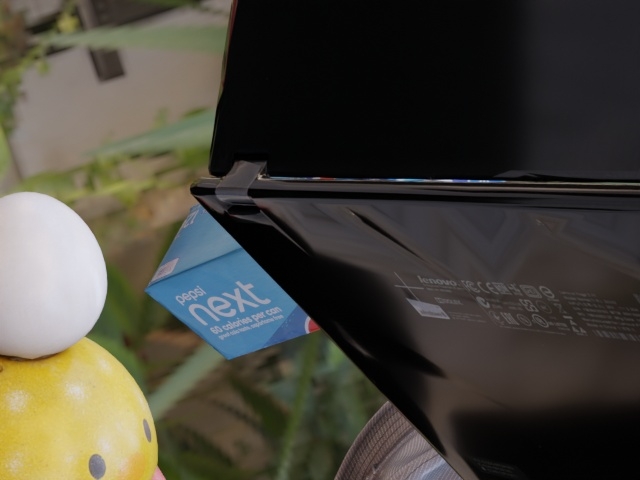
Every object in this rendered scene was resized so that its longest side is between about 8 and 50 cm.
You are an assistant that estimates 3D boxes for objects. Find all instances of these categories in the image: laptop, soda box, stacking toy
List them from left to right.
[{"bbox_3d":[-0.237,0.190,1.485,0.350,0.351,0.480,-119,-151,-59],"label":"stacking toy"},{"bbox_3d":[0.000,0.000,1.033,0.071,0.067,0.210,43,-37,-22],"label":"soda box"},{"bbox_3d":[0.140,-0.061,0.744,0.408,0.236,0.382,48,-20,-24],"label":"laptop"}]

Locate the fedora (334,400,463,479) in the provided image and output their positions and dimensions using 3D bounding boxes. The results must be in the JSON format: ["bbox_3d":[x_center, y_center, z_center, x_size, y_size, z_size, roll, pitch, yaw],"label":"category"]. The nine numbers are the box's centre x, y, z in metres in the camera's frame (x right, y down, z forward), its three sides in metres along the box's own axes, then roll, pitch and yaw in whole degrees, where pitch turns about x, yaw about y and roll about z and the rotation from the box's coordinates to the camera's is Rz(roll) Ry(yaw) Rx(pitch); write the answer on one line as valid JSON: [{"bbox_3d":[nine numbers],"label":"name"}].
[{"bbox_3d":[0.118,0.239,1.613,0.244,0.275,0.124,36,2,13],"label":"fedora"}]
